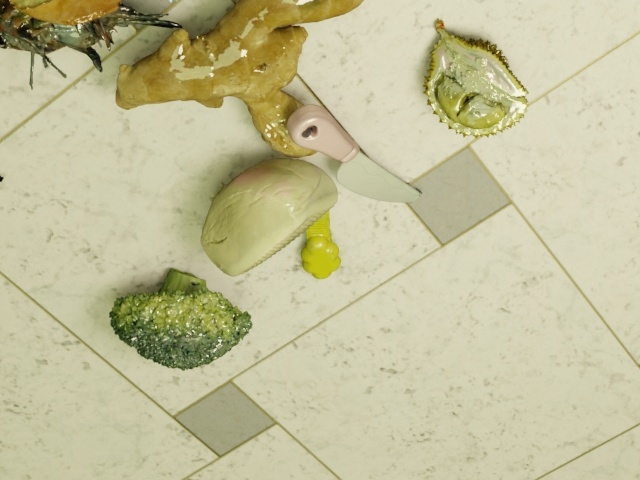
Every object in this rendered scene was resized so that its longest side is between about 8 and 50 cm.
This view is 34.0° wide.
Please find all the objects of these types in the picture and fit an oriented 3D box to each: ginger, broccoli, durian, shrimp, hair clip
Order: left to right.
[{"bbox_3d":[-0.402,-0.316,1.566,0.372,0.137,0.172,15,152,-7],"label":"shrimp"},{"bbox_3d":[-0.253,0.144,1.862,0.176,0.226,0.198,-54,154,-7],"label":"broccoli"},{"bbox_3d":[-0.114,-0.292,1.589,0.348,0.122,0.363,3,135,-24],"label":"ginger"},{"bbox_3d":[0.000,0.000,1.854,0.072,0.046,0.173,-1,126,1],"label":"hair clip"},{"bbox_3d":[0.232,-0.259,1.677,0.146,0.102,0.208,-31,98,13],"label":"durian"}]

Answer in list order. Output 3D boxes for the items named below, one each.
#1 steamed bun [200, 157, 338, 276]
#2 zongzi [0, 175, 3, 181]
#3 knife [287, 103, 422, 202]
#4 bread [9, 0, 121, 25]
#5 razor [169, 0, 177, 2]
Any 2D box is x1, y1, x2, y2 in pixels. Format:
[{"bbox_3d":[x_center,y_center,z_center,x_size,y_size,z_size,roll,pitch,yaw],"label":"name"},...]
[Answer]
[{"bbox_3d":[-0.099,-0.054,1.728,0.152,0.170,0.239,51,131,2],"label":"steamed bun"},{"bbox_3d":[-0.724,-0.073,1.678,0.383,0.362,0.319,27,129,24],"label":"zongzi"},{"bbox_3d":[0.058,-0.120,1.727,0.081,0.043,0.336,-38,137,17],"label":"knife"},{"bbox_3d":[-0.314,-0.404,1.439,0.260,0.147,0.160,-46,73,3],"label":"bread"},{"bbox_3d":[-0.319,-0.411,1.545,0.232,0.068,0.106,0,123,1],"label":"razor"}]
